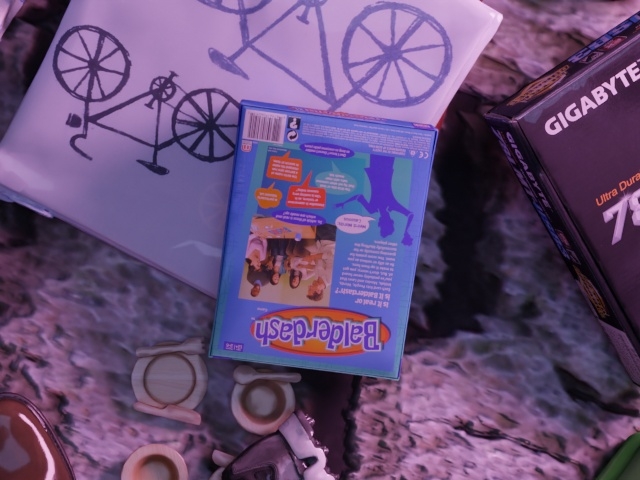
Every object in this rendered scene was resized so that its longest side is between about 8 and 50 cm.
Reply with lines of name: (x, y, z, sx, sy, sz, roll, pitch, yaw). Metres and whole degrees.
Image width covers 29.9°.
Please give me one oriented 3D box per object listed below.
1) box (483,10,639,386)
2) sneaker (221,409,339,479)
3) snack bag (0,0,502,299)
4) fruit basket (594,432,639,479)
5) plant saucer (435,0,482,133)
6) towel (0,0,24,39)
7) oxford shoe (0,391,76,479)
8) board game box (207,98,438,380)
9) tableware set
box: (0.334, -0.062, 1.025, 0.296, 0.073, 0.293, -33, 108, -6)
sneaker: (-0.010, 0.263, 0.976, 0.106, 0.078, 0.234, -25, 92, -10)
snack bag: (-0.067, -0.116, 0.997, 0.323, 0.037, 0.342, 28, 99, -7)
fruit basket: (0.330, 0.362, 0.941, 0.392, 0.283, 0.392, 7, 66, -16)
plant saucer: (0.010, -0.205, 1.055, 0.259, 0.048, 0.258, 20, 81, -7)
towel: (-0.349, -0.171, 0.903, 0.209, 0.034, 0.285, 27, 40, -16)
oxford shoe: (-0.229, 0.230, 0.941, 0.083, 0.096, 0.227, -13, 84, -8)
board game box: (0.000, 0.000, 0.978, 0.160, 0.047, 0.210, 8, 100, -3)
tableware set: (-0.096, 0.167, 1.006, 0.141, 0.020, 0.168, 10, 81, -8)
